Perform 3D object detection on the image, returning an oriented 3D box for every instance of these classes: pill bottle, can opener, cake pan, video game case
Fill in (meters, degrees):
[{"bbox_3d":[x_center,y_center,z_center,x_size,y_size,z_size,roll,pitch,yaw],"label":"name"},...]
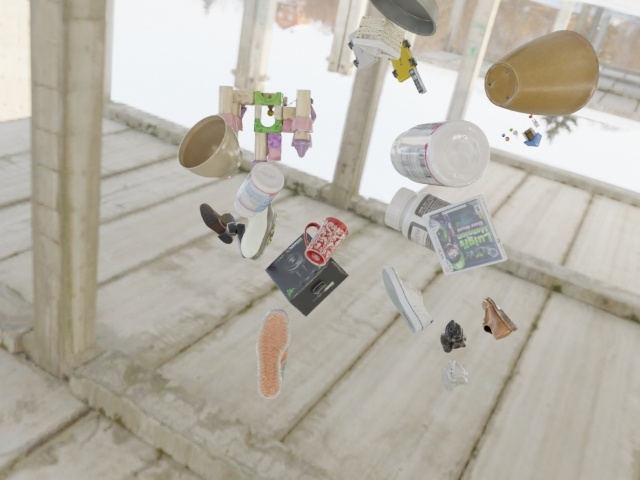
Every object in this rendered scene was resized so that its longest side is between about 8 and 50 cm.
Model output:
[{"bbox_3d":[0.289,-0.219,1.565,0.161,0.160,0.283,4,-173,-16],"label":"pill bottle"},{"bbox_3d":[0.450,-0.066,2.427,0.361,0.204,0.204,27,-151,22],"label":"pill bottle"},{"bbox_3d":[-0.294,-0.001,2.284,0.073,0.059,0.186,-17,-134,-10],"label":"can opener"},{"bbox_3d":[0.262,-0.767,1.977,0.293,0.054,0.293,35,-179,0],"label":"cake pan"},{"bbox_3d":[0.361,-0.010,1.569,0.022,0.173,0.190,-22,-179,-41],"label":"video game case"},{"bbox_3d":[-0.161,-0.123,1.574,0.087,0.160,0.087,13,-122,-23],"label":"pill bottle"}]

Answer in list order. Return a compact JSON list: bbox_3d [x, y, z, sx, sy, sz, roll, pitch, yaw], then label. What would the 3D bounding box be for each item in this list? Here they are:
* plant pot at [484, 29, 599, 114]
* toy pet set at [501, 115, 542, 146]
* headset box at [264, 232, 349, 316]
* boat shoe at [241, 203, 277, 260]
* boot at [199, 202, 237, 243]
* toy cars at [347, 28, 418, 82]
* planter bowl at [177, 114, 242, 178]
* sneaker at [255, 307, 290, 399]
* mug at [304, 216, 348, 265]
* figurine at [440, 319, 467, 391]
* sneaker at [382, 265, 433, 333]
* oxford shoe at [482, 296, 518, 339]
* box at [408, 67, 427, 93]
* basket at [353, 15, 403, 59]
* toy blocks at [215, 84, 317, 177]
[{"bbox_3d":[0.579,-0.441,1.687,0.255,0.237,0.237,-17,-143,-31],"label":"plant pot"},{"bbox_3d":[0.708,-0.357,2.129,0.114,0.122,0.065,17,-135,-50],"label":"toy pet set"},{"bbox_3d":[-0.056,0.137,2.509,0.131,0.246,0.283,47,180,-36],"label":"headset box"},{"bbox_3d":[-0.207,-0.032,2.179,0.091,0.109,0.304,47,-152,-31],"label":"boat shoe"},{"bbox_3d":[-0.447,-0.095,2.732,0.082,0.219,0.106,-20,-153,28],"label":"boot"},{"bbox_3d":[0.256,-0.734,2.467,0.394,0.176,0.087,30,-174,38],"label":"toy cars"},{"bbox_3d":[-0.270,-0.225,1.589,0.162,0.162,0.109,39,179,44],"label":"planter bowl"},{"bbox_3d":[-0.155,0.343,1.962,0.108,0.301,0.121,7,-164,-5],"label":"sneaker"},{"bbox_3d":[0.006,0.007,2.364,0.150,0.113,0.169,3,-134,38],"label":"mug"},{"bbox_3d":[0.444,0.385,2.064,0.093,0.214,0.209,-1,159,12],"label":"figurine"},{"bbox_3d":[0.308,0.200,2.197,0.091,0.094,0.258,-25,-98,-19],"label":"sneaker"},{"bbox_3d":[0.473,0.214,1.708,0.076,0.076,0.212,46,-170,-7],"label":"oxford shoe"},{"bbox_3d":[0.317,-0.517,2.010,0.018,0.083,0.067,-25,-179,24],"label":"box"},{"bbox_3d":[0.208,-0.710,2.165,0.113,0.103,0.167,20,-170,31],"label":"basket"},{"bbox_3d":[-0.158,-0.315,1.862,0.289,0.259,0.309,2,-172,-1],"label":"toy blocks"}]
